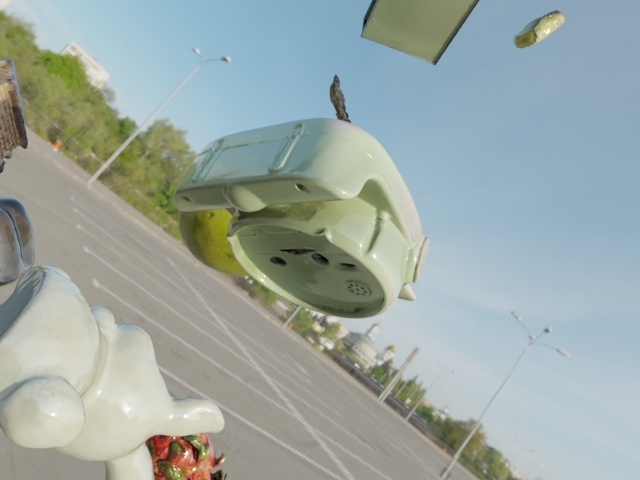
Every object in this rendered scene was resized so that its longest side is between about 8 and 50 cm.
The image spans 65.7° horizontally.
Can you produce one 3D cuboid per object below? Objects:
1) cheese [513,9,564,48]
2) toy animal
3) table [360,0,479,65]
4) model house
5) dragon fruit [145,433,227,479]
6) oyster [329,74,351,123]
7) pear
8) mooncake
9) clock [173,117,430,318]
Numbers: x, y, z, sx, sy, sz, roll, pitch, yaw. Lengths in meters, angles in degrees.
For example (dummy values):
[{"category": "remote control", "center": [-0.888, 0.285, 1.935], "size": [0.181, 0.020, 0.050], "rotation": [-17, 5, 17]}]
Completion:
[{"category": "cheese", "center": [0.293, -0.284, 0.671], "size": [0.030, 0.083, 0.044], "rotation": [55, -27, -5]}, {"category": "toy animal", "center": [-0.300, 0.218, 0.664], "size": [0.241, 0.196, 0.367], "rotation": [38, -15, 47]}, {"category": "table", "center": [0.156, -0.370, 0.637], "size": [0.122, 0.111, 0.240], "rotation": [16, -31, -13]}, {"category": "model house", "center": [-0.604, -0.229, 0.852], "size": [0.183, 0.172, 0.166], "rotation": [18, -45, 0]}, {"category": "dragon fruit", "center": [-0.265, 0.416, 0.959], "size": [0.160, 0.167, 0.171], "rotation": [-8, -75, 55]}, {"category": "oyster", "center": [0.052, -0.351, 1.273], "size": [0.086, 0.029, 0.132], "rotation": [-121, -162, -48]}, {"category": "pear", "center": [-0.187, -0.032, 1.214], "size": [0.308, 0.252, 0.253], "rotation": [9, -14, 8]}, {"category": "mooncake", "center": [-0.713, 0.000, 0.929], "size": [0.307, 0.154, 0.306], "rotation": [4, 19, -1]}, {"category": "clock", "center": [0.000, 0.000, 0.633], "size": [0.265, 0.108, 0.324], "rotation": [-3, -39, 38]}]
